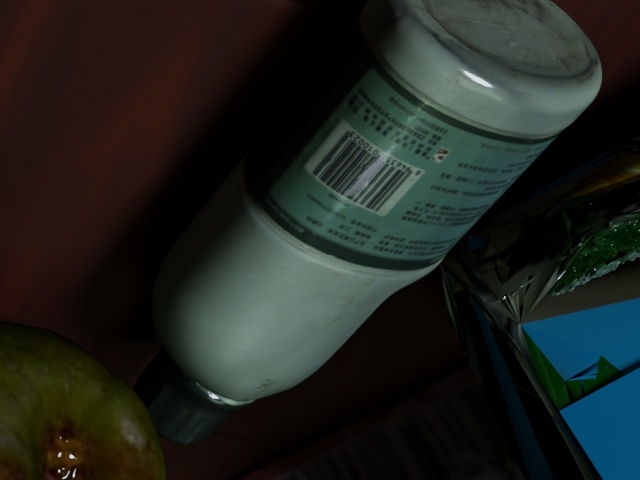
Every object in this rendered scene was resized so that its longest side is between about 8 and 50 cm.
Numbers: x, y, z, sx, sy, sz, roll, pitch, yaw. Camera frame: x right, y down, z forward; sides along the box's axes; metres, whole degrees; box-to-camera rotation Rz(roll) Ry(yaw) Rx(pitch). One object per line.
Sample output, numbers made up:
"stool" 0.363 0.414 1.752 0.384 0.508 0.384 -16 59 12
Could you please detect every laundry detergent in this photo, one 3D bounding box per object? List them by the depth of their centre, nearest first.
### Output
"laundry detergent" 0.000 0.000 0.572 0.099 0.070 0.225 -8 146 -48

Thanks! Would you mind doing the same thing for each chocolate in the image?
"chocolate" 0.041 0.181 0.888 0.237 0.108 0.235 -28 153 -7

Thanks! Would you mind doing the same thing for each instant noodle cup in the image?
"instant noodle cup" 0.167 0.048 0.653 0.178 0.240 0.240 -26 153 -4

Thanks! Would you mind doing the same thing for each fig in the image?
"fig" -0.144 0.113 0.570 0.185 0.126 0.133 -50 160 28
